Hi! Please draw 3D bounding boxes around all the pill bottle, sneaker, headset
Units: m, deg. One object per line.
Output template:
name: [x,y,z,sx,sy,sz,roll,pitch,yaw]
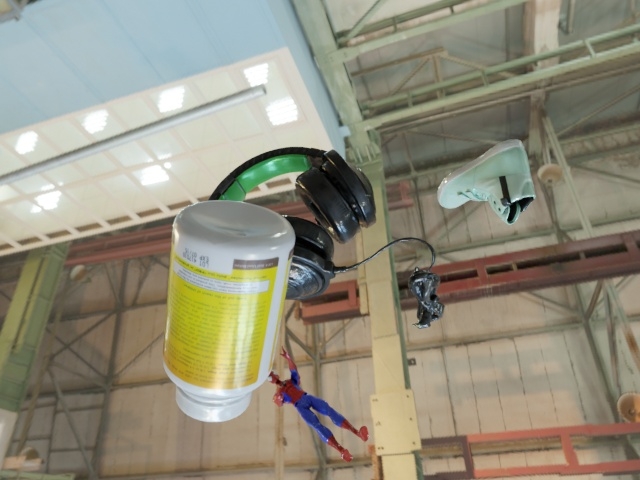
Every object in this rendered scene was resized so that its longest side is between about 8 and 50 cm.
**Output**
pill bottle: [-0.099,0.075,0.506,0.117,0.117,0.215,26,-64,32]
sneaker: [0.352,-0.090,1.071,0.094,0.256,0.151,-1,-111,-25]
headset: [0.000,0.000,0.736,0.394,0.185,0.243,24,-113,34]

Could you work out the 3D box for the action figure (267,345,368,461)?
action figure: [-0.035,0.337,1.053,0.280,0.139,0.091,23,-124,42]
